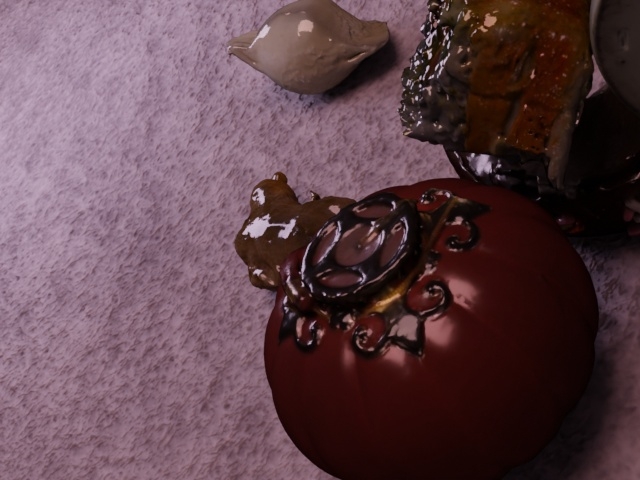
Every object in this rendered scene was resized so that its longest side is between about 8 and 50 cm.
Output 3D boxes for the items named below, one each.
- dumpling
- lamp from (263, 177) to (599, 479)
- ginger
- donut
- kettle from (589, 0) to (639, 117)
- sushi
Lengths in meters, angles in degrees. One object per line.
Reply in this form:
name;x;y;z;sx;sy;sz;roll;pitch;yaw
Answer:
dumpling;-0.003;-0.275;1.537;0.216;0.126;0.166;-25;14;33
lamp;0.094;0.082;0.995;0.303;0.257;0.303;-24;39;21
ginger;-0.001;0.000;1.292;0.333;0.080;0.166;23;82;52
donut;0.310;-0.128;1.115;0.345;0.136;0.259;-39;41;4
kettle;0.385;-0.294;0.911;0.319;0.247;0.342;-36;27;47
sushi;0.157;-0.168;1.005;0.274;0.139;0.184;-83;11;-51
